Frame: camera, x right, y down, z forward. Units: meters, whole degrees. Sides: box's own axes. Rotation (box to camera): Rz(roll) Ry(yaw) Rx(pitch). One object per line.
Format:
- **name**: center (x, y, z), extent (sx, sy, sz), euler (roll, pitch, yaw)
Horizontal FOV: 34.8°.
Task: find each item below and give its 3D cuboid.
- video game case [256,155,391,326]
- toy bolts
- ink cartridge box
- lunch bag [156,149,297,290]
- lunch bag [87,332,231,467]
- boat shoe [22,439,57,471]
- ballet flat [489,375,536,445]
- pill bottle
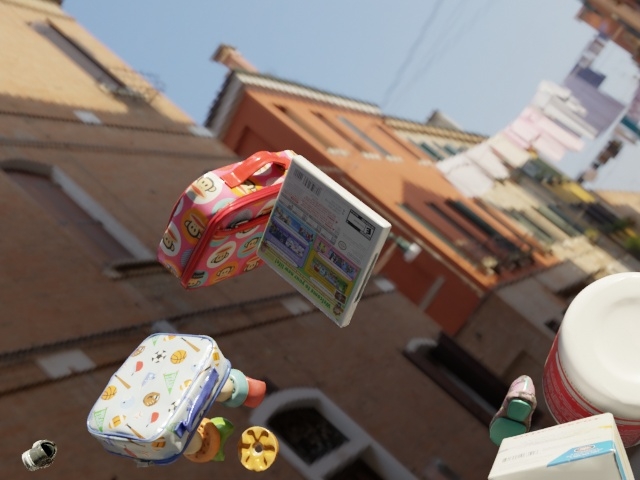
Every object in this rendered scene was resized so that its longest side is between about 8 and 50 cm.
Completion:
- **video game case**: center (0.000, 0.000, 1.624), extent (0.023, 0.212, 0.193), euler (-12, -48, -48)
- **toy bolts**: center (-0.205, 0.410, 2.318), extent (0.158, 0.218, 0.229), euler (19, -94, -64)
- **ink cartridge box**: center (0.347, 0.358, 1.416), extent (0.171, 0.168, 0.232), euler (-17, -2, 16)
- **lunch bag**: center (-0.136, -0.054, 1.817), extent (0.293, 0.120, 0.258), euler (-23, -28, -47)
- **lunch bag**: center (-0.336, 0.337, 2.170), extent (0.303, 0.243, 0.115), euler (-61, -41, -36)
- **boat shoe**: center (-0.493, 0.381, 1.832), extent (0.040, 0.049, 0.142), euler (-32, 0, -1)
- **ballet flat**: center (0.400, 0.344, 2.086), extent (0.221, 0.076, 0.079), euler (95, -163, -54)
- **pill bottle**: center (0.499, 0.224, 1.728), extent (0.229, 0.229, 0.408), euler (-46, -19, -13)
